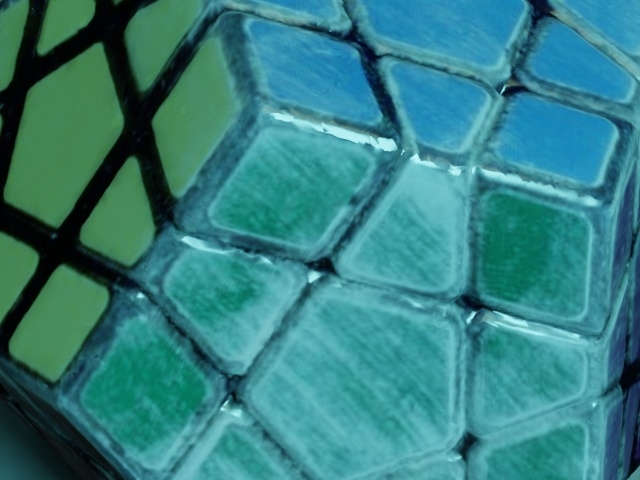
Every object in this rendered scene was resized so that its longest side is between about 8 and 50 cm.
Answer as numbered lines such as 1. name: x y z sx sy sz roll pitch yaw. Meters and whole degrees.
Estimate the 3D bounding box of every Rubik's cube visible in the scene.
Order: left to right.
1. Rubik's cube: 0.000 0.000 0.625 0.319 0.264 0.319 12 46 -12
